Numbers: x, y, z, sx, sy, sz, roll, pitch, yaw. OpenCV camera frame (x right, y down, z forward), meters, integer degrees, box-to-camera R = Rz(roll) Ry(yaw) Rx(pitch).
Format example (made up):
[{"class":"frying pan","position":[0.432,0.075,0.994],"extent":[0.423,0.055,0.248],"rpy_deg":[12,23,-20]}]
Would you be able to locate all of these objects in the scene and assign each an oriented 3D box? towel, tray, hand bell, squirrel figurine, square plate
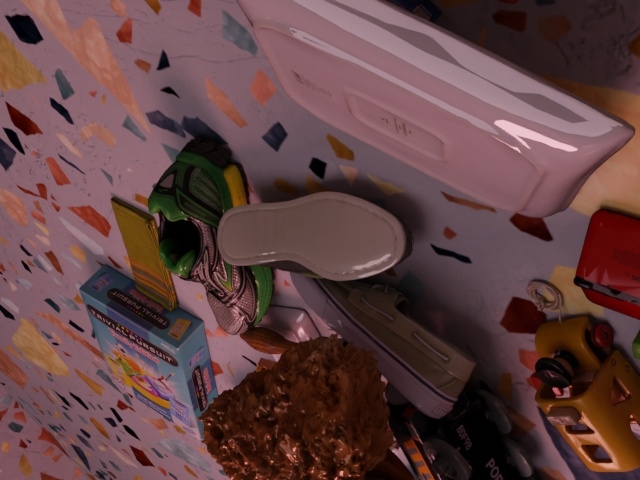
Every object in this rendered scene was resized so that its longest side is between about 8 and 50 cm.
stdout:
[{"class":"towel","position":[-0.315,0.029,1.610],"extent":[0.102,0.021,0.237],"rpy_deg":[25,144,24]},{"class":"tray","position":[-0.023,0.218,1.513],"extent":[0.145,0.030,0.270],"rpy_deg":[1,130,45]},{"class":"hand bell","position":[-0.034,0.169,1.385],"extent":[0.242,0.126,0.126],"rpy_deg":[14,138,41]},{"class":"squirrel figurine","position":[0.030,0.320,1.103],"extent":[0.397,0.281,0.370],"rpy_deg":[58,160,-14]},{"class":"square plate","position":[0.079,-0.119,0.804],"extent":[0.344,0.049,0.347],"rpy_deg":[28,176,9]}]

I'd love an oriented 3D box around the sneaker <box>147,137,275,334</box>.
[{"class":"sneaker","position":[-0.174,0.021,1.332],"extent":[0.134,0.146,0.344],"rpy_deg":[19,141,33]}]

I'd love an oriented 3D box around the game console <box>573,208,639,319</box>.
[{"class":"game console","position":[0.343,0.038,0.922],"extent":[0.144,0.085,0.124],"rpy_deg":[21,111,30]}]

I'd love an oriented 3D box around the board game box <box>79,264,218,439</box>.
[{"class":"board game box","position":[-0.335,0.231,1.817],"extent":[0.253,0.079,0.336],"rpy_deg":[26,145,23]}]

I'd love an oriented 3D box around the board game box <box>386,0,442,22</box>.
[{"class":"board game box","position":[0.011,-0.256,0.912],"extent":[0.201,0.035,0.136],"rpy_deg":[45,148,-4]}]

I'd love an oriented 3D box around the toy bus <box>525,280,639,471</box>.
[{"class":"toy bus","position":[0.302,0.174,1.040],"extent":[0.202,0.104,0.191],"rpy_deg":[24,143,26]}]

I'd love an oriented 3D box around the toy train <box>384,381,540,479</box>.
[{"class":"toy train","position":[0.204,0.325,1.304],"extent":[0.190,0.142,0.334],"rpy_deg":[12,137,53]}]

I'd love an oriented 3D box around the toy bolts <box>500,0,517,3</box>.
[{"class":"toy bolts","position":[0.106,-0.282,0.647],"extent":[0.228,0.218,0.158],"rpy_deg":[28,143,-11]}]

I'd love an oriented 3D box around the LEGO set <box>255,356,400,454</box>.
[{"class":"LEGO set","position":[0.017,0.289,1.426],"extent":[0.287,0.107,0.132],"rpy_deg":[39,136,-20]}]

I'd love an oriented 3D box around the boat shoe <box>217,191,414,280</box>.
[{"class":"boat shoe","position":[0.000,-0.005,1.168],"extent":[0.305,0.091,0.109],"rpy_deg":[2,88,40]}]

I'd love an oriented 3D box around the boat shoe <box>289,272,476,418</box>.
[{"class":"boat shoe","position":[0.083,0.109,1.214],"extent":[0.302,0.094,0.109],"rpy_deg":[41,-173,27]}]
